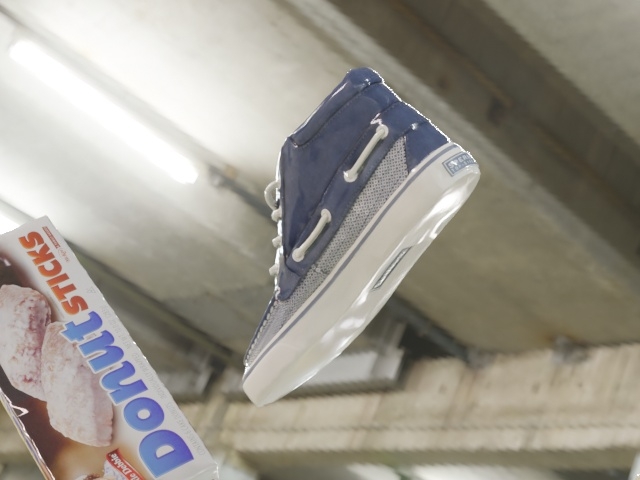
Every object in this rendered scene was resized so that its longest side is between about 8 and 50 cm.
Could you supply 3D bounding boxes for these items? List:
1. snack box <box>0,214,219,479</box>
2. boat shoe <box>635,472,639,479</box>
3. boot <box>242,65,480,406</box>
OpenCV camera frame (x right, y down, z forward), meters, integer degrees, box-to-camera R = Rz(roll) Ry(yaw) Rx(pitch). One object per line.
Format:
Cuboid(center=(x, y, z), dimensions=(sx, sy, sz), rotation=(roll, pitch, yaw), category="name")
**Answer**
Cuboid(center=(-0.117, 0.060, 0.620), dimensions=(0.178, 0.064, 0.022), rotation=(49, -26, 36), category="snack box")
Cuboid(center=(0.281, 0.194, 0.973), dimensions=(0.098, 0.302, 0.109), rotation=(34, 18, 32), category="boat shoe")
Cuboid(center=(0.000, 0.000, 0.726), dimensions=(0.086, 0.190, 0.069), rotation=(47, 25, 17), category="boot")
